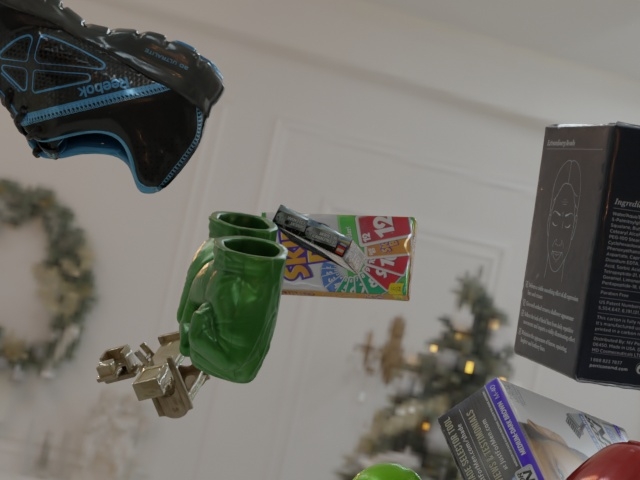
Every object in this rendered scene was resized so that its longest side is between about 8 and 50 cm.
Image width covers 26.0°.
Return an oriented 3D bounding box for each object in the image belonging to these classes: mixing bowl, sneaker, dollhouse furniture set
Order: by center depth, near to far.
[{"bbox_3d":[-0.267,-0.157,1.285,0.341,0.139,0.125,21,-10,5],"label":"sneaker"},{"bbox_3d":[0.331,0.267,1.410,0.181,0.098,0.181,29,-11,6],"label":"mixing bowl"},{"bbox_3d":[-0.277,0.233,2.132,0.161,0.101,0.182,-15,17,17],"label":"dollhouse furniture set"}]

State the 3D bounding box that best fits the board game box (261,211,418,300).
[{"bbox_3d":[0.009,0.022,2.057,0.259,0.124,0.039,1,-21,17],"label":"board game box"}]

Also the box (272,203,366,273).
[{"bbox_3d":[0.000,0.000,1.623,0.094,0.027,0.137,26,-5,12],"label":"box"}]

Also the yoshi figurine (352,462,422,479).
[{"bbox_3d":[0.046,0.414,1.698,0.203,0.362,0.203,35,-44,-6],"label":"yoshi figurine"}]

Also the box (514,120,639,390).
[{"bbox_3d":[0.475,0.020,2.207,0.212,0.395,0.293,7,3,-11],"label":"box"}]

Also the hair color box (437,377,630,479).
[{"bbox_3d":[0.307,0.306,1.749,0.110,0.185,0.339,-40,-38,24],"label":"hair color box"}]

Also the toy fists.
[{"bbox_3d":[-0.095,0.059,1.432,0.096,0.142,0.279,8,9,-9],"label":"toy fists"}]
